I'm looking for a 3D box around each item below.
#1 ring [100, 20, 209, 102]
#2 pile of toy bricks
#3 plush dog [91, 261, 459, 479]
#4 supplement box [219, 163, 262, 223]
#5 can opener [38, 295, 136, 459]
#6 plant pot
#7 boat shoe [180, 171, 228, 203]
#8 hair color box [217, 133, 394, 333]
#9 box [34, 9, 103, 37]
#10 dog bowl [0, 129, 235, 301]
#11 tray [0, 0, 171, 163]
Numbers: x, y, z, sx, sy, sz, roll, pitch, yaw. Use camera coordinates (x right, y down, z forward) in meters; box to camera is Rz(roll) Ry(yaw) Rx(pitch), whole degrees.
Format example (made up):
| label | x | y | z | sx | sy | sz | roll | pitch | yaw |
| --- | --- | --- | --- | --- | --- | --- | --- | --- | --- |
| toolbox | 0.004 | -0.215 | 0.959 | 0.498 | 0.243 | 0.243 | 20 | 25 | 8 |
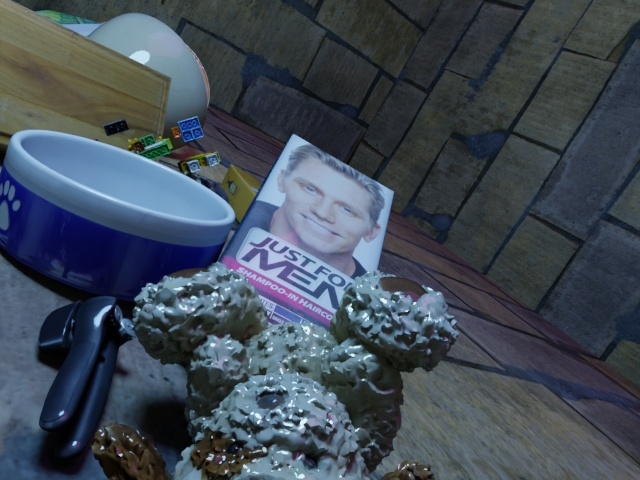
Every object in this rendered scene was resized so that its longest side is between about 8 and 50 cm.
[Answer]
| label | x | y | z | sx | sy | sz | roll | pitch | yaw |
| --- | --- | --- | --- | --- | --- | --- | --- | --- | --- |
| ring | -0.437 | -0.385 | 1.403 | 0.336 | 0.337 | 0.032 | 27 | -26 | -17 |
| pile of toy bricks | -0.276 | -0.136 | 0.898 | 0.212 | 0.118 | 0.105 | -22 | 19 | -20 |
| plush dog | -0.031 | 0.149 | 0.435 | 0.262 | 0.211 | 0.225 | 4 | 25 | 8 |
| supplement box | -0.158 | -0.089 | 1.280 | 0.080 | 0.078 | 0.233 | 22 | 14 | -34 |
| can opener | -0.189 | 0.104 | 0.465 | 0.186 | 0.073 | 0.059 | -121 | -171 | -61 |
| plant pot | -0.395 | -0.281 | 1.136 | 0.284 | 0.284 | 0.191 | 32 | 42 | 9 |
| boat shoe | -0.204 | -0.062 | 0.996 | 0.092 | 0.103 | 0.285 | 20 | 8 | -22 |
| hair color box | -0.025 | 0.022 | 0.710 | 0.173 | 0.105 | 0.347 | 29 | 38 | -8 |
| box | -0.609 | -0.420 | 1.198 | 0.232 | 0.059 | 0.322 | 20 | 30 | 18 |
| dog bowl | -0.244 | -0.033 | 0.694 | 0.264 | 0.104 | 0.265 | 23 | 12 | -5 |
| tray | -0.420 | -0.223 | 0.858 | 0.076 | 0.203 | 0.410 | 2 | -9 | 37 |
